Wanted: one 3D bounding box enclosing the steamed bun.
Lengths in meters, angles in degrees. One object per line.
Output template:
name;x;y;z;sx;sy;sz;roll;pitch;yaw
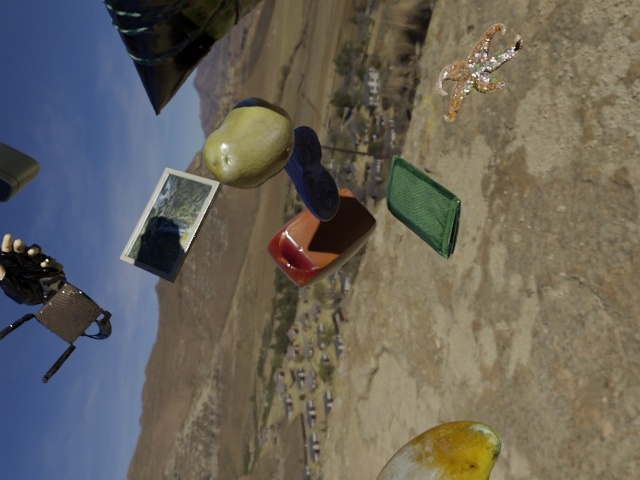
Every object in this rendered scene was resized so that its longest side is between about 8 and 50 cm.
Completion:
steamed bun;0.000;0.000;1.688;0.235;0.379;0.248;48;154;8

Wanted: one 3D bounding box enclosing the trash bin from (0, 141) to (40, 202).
trash bin;-0.665;-0.146;0.984;0.059;0.116;0.130;-52;21;20

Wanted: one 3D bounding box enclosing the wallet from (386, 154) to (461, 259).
wallet;0.238;-0.083;1.112;0.236;0.055;0.160;46;150;44

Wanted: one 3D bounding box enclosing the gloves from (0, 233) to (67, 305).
gloves;-0.765;0.070;1.248;0.124;0.164;0.204;8;118;39

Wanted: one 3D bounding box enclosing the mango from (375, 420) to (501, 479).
mango;0.203;0.451;0.863;0.192;0.316;0.146;24;154;50

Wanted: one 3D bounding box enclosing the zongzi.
zongzi;-0.261;-0.378;0.738;0.319;0.383;0.362;48;111;29

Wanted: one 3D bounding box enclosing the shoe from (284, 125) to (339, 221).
shoe;-0.037;-0.163;1.241;0.137;0.095;0.245;-2;109;65

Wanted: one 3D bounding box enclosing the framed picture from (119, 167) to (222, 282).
framed picture;-0.451;-0.055;1.434;0.325;0.240;0.020;-65;-30;-10

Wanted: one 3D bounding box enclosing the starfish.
starfish;0.322;-0.340;0.991;0.150;0.053;0.210;45;114;41

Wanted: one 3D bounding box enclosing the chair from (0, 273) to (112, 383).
chair;-0.488;0.148;0.917;0.149;0.174;0.213;-47;14;-2

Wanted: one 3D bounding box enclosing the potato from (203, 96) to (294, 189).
potato;-0.132;-0.173;0.870;0.194;0.157;0.157;-44;-24;-49
